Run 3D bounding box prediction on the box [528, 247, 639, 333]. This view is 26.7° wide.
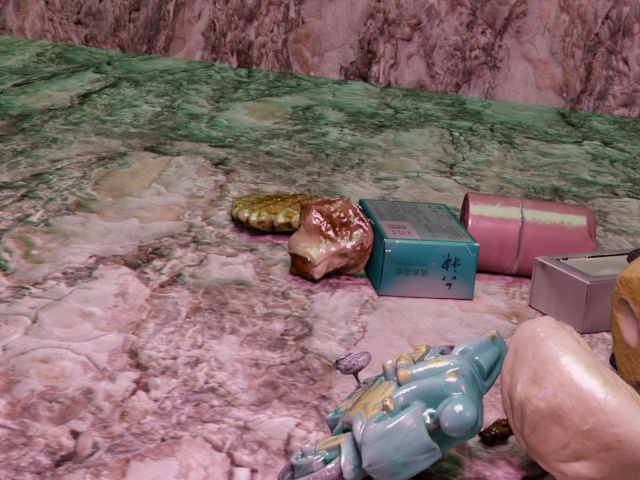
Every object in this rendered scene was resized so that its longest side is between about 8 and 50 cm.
[{"bbox_3d":[0.442,0.070,2.013,0.225,0.086,0.129,-4,18,-29],"label":"box"}]

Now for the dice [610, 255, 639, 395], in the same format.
[{"bbox_3d":[0.475,0.119,1.501,0.238,0.233,0.227,-11,7,-10],"label":"dice"}]

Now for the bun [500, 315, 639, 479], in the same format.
[{"bbox_3d":[0.277,0.191,1.410,0.231,0.133,0.231,40,6,-5],"label":"bun"}]

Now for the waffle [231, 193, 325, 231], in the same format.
[{"bbox_3d":[-0.054,-0.048,2.307,0.208,0.054,0.214,-3,12,-17],"label":"waffle"}]

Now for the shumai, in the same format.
[{"bbox_3d":[0.002,0.004,2.042,0.145,0.145,0.116,20,37,40],"label":"shumai"}]

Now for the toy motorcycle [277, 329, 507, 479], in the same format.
[{"bbox_3d":[0.091,0.171,1.390,0.198,0.109,0.296,-16,13,38],"label":"toy motorcycle"}]

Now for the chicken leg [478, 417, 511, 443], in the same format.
[{"bbox_3d":[0.208,0.215,1.542,0.036,0.021,0.083,7,8,42],"label":"chicken leg"}]

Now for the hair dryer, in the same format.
[{"bbox_3d":[0.330,-0.024,2.274,0.210,0.125,0.352,6,9,-1],"label":"hair dryer"}]

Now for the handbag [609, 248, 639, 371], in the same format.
[{"bbox_3d":[0.494,0.108,1.725,0.254,0.181,0.181,0,16,-26],"label":"handbag"}]

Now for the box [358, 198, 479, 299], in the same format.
[{"bbox_3d":[0.147,0.011,2.107,0.153,0.092,0.245,3,15,-7],"label":"box"}]
